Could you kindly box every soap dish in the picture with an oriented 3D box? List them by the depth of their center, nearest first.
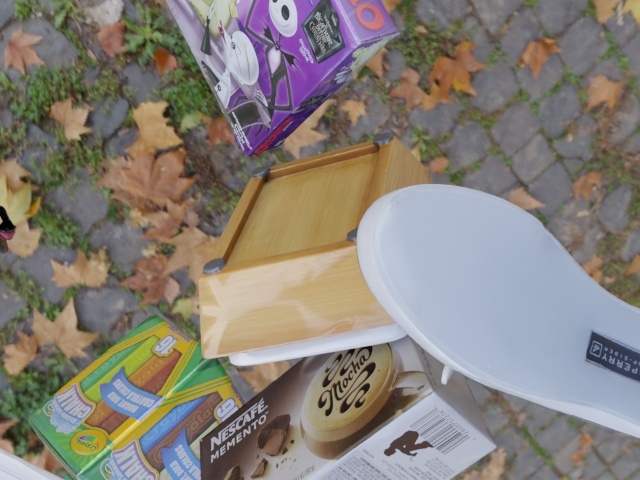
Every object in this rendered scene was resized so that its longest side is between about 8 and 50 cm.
[{"bbox_3d":[0.000,0.000,0.875,0.229,0.291,0.118,-12,119,19],"label":"soap dish"}]

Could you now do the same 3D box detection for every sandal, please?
[{"bbox_3d":[-0.479,-0.026,1.169,0.040,0.179,0.067,-30,85,-18],"label":"sandal"}]

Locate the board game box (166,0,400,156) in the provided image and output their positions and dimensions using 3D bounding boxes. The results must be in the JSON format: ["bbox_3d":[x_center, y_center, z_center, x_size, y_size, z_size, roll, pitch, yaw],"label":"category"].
[{"bbox_3d":[-0.084,-0.264,0.646,0.056,0.208,0.346,-24,85,-37],"label":"board game box"}]

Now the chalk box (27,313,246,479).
[{"bbox_3d":[-0.257,0.273,1.061,0.289,0.180,0.179,-41,127,-25],"label":"chalk box"}]

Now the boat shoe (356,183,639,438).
[{"bbox_3d":[0.169,0.069,0.659,0.367,0.156,0.135,24,76,-19],"label":"boat shoe"}]

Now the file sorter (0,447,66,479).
[{"bbox_3d":[-0.158,0.199,0.353,0.277,0.193,0.173,99,16,-63],"label":"file sorter"}]

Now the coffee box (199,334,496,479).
[{"bbox_3d":[0.015,0.218,0.845,0.297,0.168,0.119,-39,120,14],"label":"coffee box"}]
